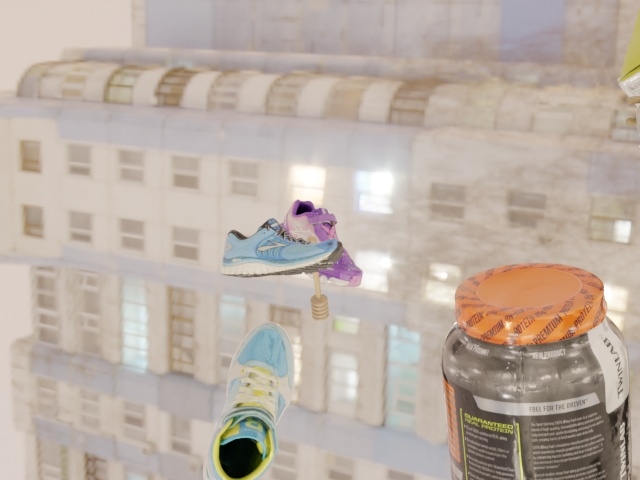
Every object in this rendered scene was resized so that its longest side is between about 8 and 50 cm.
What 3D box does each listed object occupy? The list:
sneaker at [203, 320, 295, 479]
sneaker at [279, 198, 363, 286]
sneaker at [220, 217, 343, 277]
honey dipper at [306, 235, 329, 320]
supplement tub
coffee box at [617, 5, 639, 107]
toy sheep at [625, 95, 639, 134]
[{"bbox_3d":[-0.106,0.279,1.783,0.208,0.127,0.319,123,161,-72],"label":"sneaker"},{"bbox_3d":[0.000,0.000,1.877,0.095,0.236,0.104,9,-68,-40],"label":"sneaker"},{"bbox_3d":[-0.051,0.006,1.308,0.063,0.162,0.073,14,-107,-71],"label":"sneaker"},{"bbox_3d":[-0.006,0.062,1.710,0.030,0.030,0.160,-49,-36,-44],"label":"honey dipper"},{"bbox_3d":[0.246,0.210,1.196,0.207,0.207,0.337,-34,-58,-53],"label":"supplement tub"},{"bbox_3d":[0.795,-0.342,1.903,0.334,0.338,0.337,43,-133,-18],"label":"coffee box"},{"bbox_3d":[0.432,-0.149,1.299,0.132,0.091,0.091,-96,-11,-49],"label":"toy sheep"}]
